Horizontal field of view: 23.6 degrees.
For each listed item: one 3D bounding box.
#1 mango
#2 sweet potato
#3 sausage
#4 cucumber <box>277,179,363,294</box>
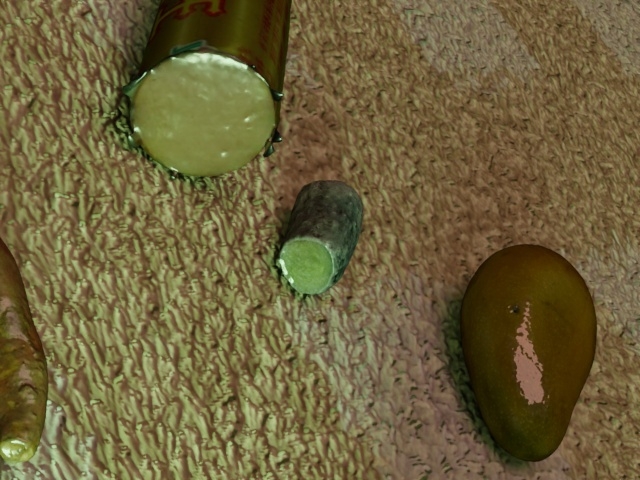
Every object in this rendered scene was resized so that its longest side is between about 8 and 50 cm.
[{"bbox_3d":[0.183,0.092,1.360,0.136,0.099,0.227,36,41,-22],"label":"mango"},{"bbox_3d":[-0.225,0.032,0.966,0.078,0.058,0.255,-18,63,-35],"label":"sweet potato"},{"bbox_3d":[-0.081,-0.188,1.327,0.125,0.117,0.317,2,38,4],"label":"sausage"},{"bbox_3d":[0.000,-0.001,1.279,0.064,0.064,0.112,38,34,-13],"label":"cucumber"}]
